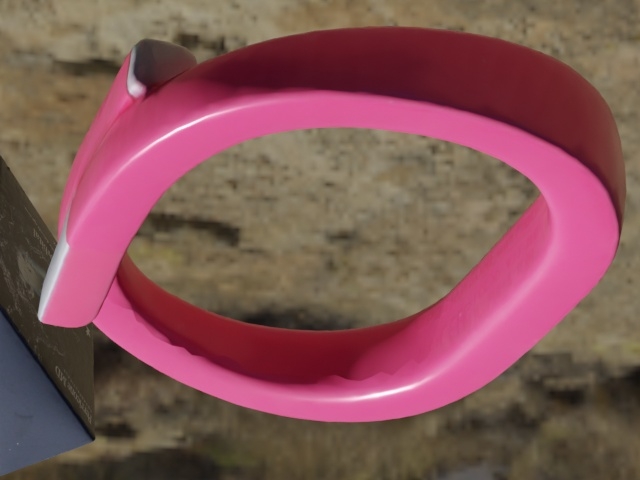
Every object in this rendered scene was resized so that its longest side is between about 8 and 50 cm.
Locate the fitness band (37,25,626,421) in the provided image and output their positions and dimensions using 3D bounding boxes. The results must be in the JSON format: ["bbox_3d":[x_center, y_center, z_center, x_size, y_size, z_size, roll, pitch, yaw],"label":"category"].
[{"bbox_3d":[0.000,0.000,0.709,0.209,0.054,0.291,12,150,-16],"label":"fitness band"}]

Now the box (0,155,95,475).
[{"bbox_3d":[-0.232,0.054,1.209,0.093,0.158,0.156,-20,130,9],"label":"box"}]
